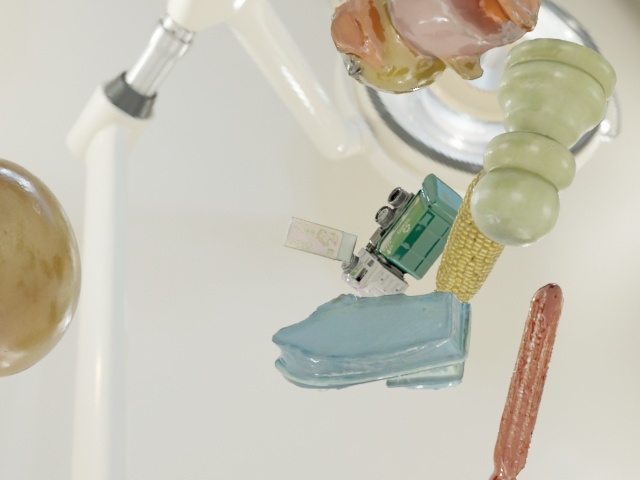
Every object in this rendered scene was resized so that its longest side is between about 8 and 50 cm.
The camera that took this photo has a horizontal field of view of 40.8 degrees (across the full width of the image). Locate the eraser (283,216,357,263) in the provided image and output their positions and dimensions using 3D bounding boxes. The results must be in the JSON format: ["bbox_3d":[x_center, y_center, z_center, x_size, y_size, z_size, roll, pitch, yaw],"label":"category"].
[{"bbox_3d":[0.000,0.000,1.030,0.083,0.038,0.019,16,175,-9],"label":"eraser"}]

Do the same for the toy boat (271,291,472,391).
[{"bbox_3d":[0.054,0.122,0.945,0.109,0.238,0.098,-76,-33,-42],"label":"toy boat"}]

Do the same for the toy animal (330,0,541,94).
[{"bbox_3d":[0.119,-0.253,0.955,0.169,0.281,0.195,-4,-101,-46],"label":"toy animal"}]

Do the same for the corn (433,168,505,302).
[{"bbox_3d":[0.242,-0.003,1.328,0.091,0.260,0.091,-24,-125,-40],"label":"corn"}]

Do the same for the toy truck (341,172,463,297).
[{"bbox_3d":[0.152,0.002,1.543,0.114,0.253,0.124,35,-177,-25],"label":"toy truck"}]

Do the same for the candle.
[{"bbox_3d":[0.264,0.210,1.121,0.048,0.329,0.051,9,-169,-10],"label":"candle"}]

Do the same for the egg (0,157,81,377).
[{"bbox_3d":[-0.525,0.042,1.360,0.283,0.283,0.351,-12,-83,-56],"label":"egg"}]

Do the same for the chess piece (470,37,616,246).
[{"bbox_3d":[0.263,-0.109,1.071,0.144,0.144,0.251,30,-110,-21],"label":"chess piece"}]
